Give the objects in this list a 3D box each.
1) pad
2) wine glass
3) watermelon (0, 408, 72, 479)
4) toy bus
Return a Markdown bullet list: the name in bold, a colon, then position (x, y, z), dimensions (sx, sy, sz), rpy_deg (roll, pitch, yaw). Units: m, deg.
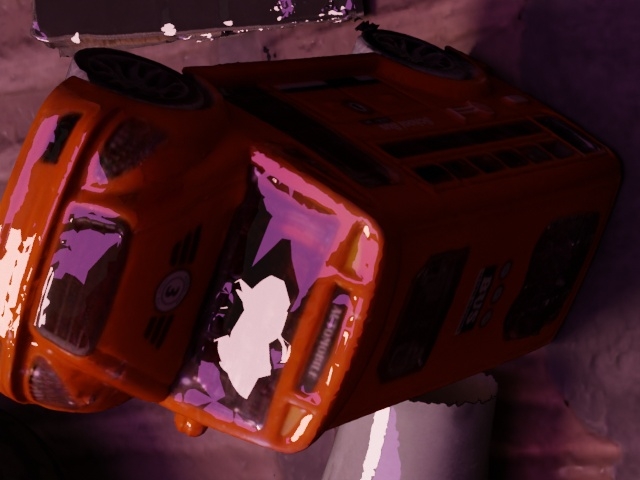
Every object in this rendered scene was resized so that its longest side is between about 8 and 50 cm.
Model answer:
- **pad**: position (-0.077, -0.198, 1.052), dimensions (0.233, 0.022, 0.174), rpy_deg (-3, 93, 35)
- **wine glass**: position (0.038, 0.160, 0.965), dimensions (0.093, 0.093, 0.202), rpy_deg (17, 105, 33)
- **watermelon**: position (-0.236, 0.196, 1.099), dimensions (0.212, 0.212, 0.212), rpy_deg (5, 99, 35)
- **toy bus**: position (0.000, 0.000, 0.828), dimensions (0.153, 0.329, 0.143), rpy_deg (31, 112, 26)
